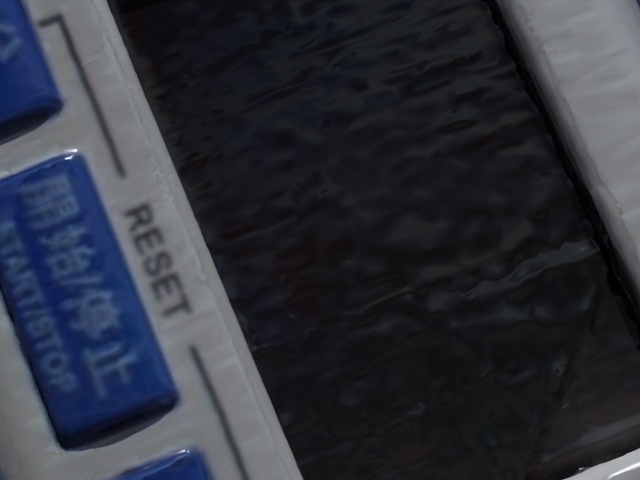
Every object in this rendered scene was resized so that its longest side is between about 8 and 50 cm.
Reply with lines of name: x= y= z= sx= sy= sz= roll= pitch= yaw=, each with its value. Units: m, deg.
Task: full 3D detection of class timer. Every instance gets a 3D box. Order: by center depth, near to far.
timer: x=0.000 y=0.000 z=0.439 sx=0.178 sy=0.253 sz=0.078 roll=-21 pitch=-15 yaw=-5
